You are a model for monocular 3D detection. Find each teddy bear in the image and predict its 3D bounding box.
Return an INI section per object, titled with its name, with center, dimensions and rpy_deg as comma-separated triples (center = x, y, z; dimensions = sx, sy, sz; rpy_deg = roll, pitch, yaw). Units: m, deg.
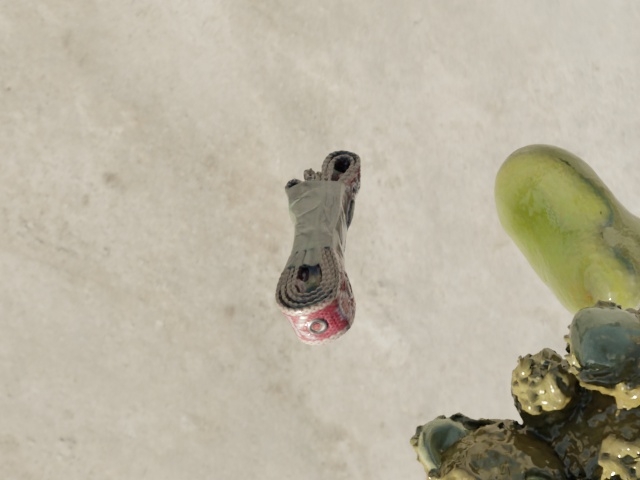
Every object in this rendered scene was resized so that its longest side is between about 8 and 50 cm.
[teddy bear]
center = 0.209, 0.210, 0.897
dimensions = 0.256, 0.156, 0.267
rpy_deg = -21, 79, 2

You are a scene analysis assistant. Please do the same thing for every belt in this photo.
[belt]
center = 0.000, 0.000, 0.946
dimensions = 0.071, 0.232, 0.053
rpy_deg = -13, 126, 17

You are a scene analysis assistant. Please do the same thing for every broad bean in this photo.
[broad bean]
center = 0.312, -0.007, 1.264
dimensions = 0.121, 0.263, 0.189
rpy_deg = -19, 144, -19
